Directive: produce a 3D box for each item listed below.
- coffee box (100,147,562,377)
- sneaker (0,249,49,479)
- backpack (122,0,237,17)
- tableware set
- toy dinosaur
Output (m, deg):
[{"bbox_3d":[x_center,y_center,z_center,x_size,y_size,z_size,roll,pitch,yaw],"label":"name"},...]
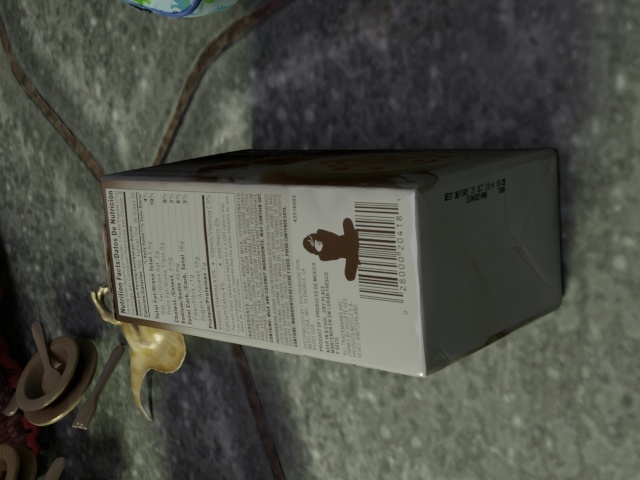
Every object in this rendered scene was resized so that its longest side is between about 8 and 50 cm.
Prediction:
[{"bbox_3d":[0.000,0.000,0.587,0.246,0.141,0.098,5,104,42],"label":"coffee box"},{"bbox_3d":[-0.351,0.128,0.933,0.097,0.135,0.276,-15,91,41],"label":"sneaker"},{"bbox_3d":[-0.108,-0.205,0.671,0.114,0.084,0.105,25,118,32],"label":"backpack"},{"bbox_3d":[-0.258,0.161,0.839,0.128,0.194,0.039,-3,142,42],"label":"tableware set"},{"bbox_3d":[-0.142,0.073,0.789,0.092,0.053,0.183,49,128,20],"label":"toy dinosaur"}]
